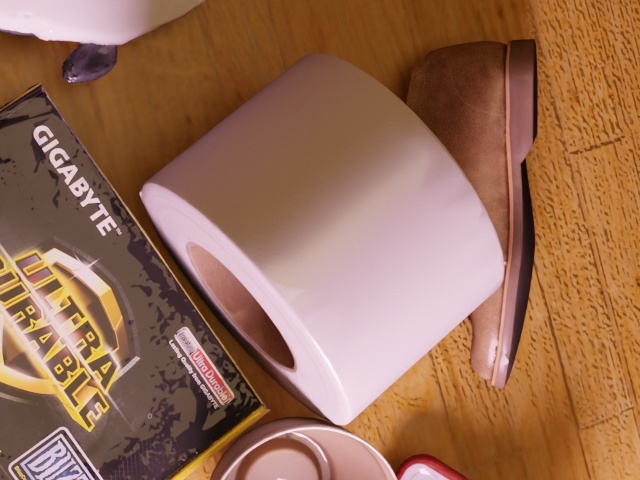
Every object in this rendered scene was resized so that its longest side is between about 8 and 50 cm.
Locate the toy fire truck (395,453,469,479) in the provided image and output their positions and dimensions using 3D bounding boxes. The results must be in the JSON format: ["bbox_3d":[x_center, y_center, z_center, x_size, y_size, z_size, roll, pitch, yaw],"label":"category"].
[{"bbox_3d":[0.102,0.369,1.189,0.254,0.169,0.302,32,78,7],"label":"toy fire truck"}]

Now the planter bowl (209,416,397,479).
[{"bbox_3d":[-0.024,0.215,1.145,0.162,0.109,0.162,-2,100,-14],"label":"planter bowl"}]

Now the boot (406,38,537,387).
[{"bbox_3d":[0.133,-0.022,1.231,0.115,0.112,0.305,0,95,10],"label":"boot"}]

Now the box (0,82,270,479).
[{"bbox_3d":[-0.235,0.080,1.092,0.257,0.079,0.322,-36,102,-14],"label":"box"}]

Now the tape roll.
[{"bbox_3d":[0.000,0.000,1.088,0.169,0.246,0.246,-41,103,-15],"label":"tape roll"}]

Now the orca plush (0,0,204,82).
[{"bbox_3d":[-0.230,-0.198,1.089,0.287,0.102,0.151,-29,128,-27],"label":"orca plush"}]
